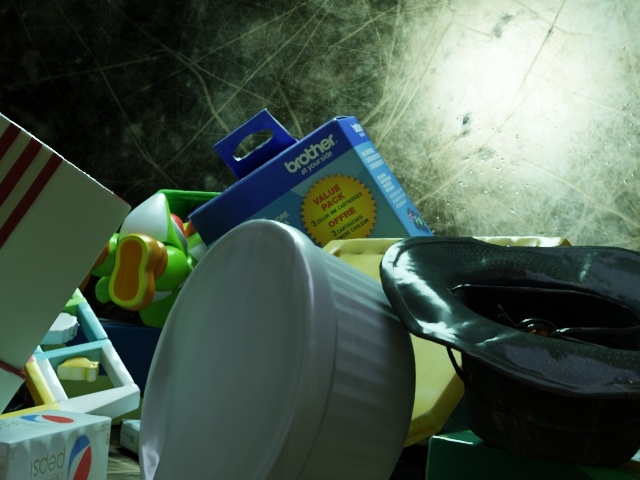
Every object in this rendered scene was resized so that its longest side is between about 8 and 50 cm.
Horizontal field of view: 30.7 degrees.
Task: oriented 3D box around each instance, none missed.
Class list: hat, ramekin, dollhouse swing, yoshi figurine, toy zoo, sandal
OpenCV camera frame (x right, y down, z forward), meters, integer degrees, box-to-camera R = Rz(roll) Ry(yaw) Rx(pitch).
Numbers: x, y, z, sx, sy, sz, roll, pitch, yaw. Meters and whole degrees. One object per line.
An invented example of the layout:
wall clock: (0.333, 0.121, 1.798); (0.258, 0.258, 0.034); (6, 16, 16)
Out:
hat: (0.193, 0.102, 0.944); (0.331, 0.134, 0.331); (5, 18, -2)
ramekin: (-0.034, 0.126, 0.973); (0.127, 0.272, 0.273); (20, -9, -30)
dollhouse swing: (0.125, 0.165, 1.348); (0.347, 0.305, 0.315); (-1, -37, 43)
yoshi figurine: (-0.240, 0.070, 1.702); (0.203, 0.203, 0.362); (-32, -12, 16)
toy zoo: (-0.341, 0.146, 1.383); (0.192, 0.030, 0.293); (-10, 38, -28)
sandal: (-0.407, 0.208, 1.451); (0.067, 0.040, 0.179); (1, 3, -21)

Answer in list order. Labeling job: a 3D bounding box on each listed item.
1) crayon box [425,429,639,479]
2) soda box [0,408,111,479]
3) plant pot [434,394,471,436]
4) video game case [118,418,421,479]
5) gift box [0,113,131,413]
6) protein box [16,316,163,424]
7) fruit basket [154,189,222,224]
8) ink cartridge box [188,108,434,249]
crayon box: (0.303, 0.234, 1.032); (0.313, 0.106, 0.363); (5, -3, 28)
soda box: (-0.250, 0.191, 0.991); (0.069, 0.073, 0.216); (5, -2, 11)
plant pot: (0.283, 0.195, 1.690); (0.255, 0.271, 0.272); (-12, 10, -40)
video game case: (-0.065, 0.244, 1.333); (0.275, 0.035, 0.248); (7, -3, -26)
gift box: (-0.377, -0.013, 1.043); (0.276, 0.258, 0.255); (36, -8, -29)
protein box: (-0.353, 0.174, 1.611); (0.201, 0.136, 0.200); (4, -3, 45)
fruit basket: (-0.211, 0.096, 2.063); (0.283, 0.392, 0.392); (5, -3, 33)
ink cartridge box: (0.000, 0.000, 1.697); (0.270, 0.395, 0.151); (-34, -2, 14)
